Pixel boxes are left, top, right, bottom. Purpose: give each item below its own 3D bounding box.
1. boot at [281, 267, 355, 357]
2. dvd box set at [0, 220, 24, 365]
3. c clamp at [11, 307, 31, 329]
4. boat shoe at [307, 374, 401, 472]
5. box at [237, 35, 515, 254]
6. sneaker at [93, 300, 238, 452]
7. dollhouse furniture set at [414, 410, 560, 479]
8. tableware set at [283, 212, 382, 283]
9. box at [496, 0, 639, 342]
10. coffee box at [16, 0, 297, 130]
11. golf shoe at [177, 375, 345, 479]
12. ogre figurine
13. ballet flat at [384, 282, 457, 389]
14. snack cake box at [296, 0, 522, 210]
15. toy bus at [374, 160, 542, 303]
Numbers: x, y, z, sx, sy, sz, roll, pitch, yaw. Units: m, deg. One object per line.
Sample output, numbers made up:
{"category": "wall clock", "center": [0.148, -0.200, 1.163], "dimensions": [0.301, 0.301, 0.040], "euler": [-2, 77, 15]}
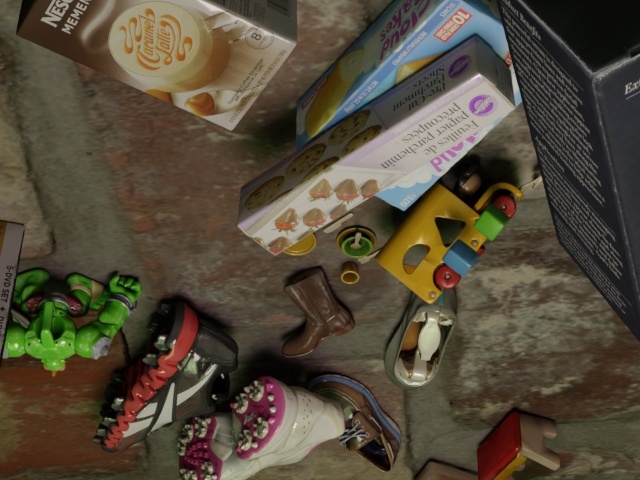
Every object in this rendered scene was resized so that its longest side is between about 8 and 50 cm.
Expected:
{"category": "boot", "center": [-0.024, 0.088, 1.921], "dimensions": [0.106, 0.037, 0.114], "euler": [-28, 133, 9]}
{"category": "dvd box set", "center": [-0.555, 0.065, 1.707], "dimensions": [0.420, 0.308, 0.062], "euler": [11, 132, -10]}
{"category": "c clamp", "center": [-0.440, 0.109, 1.951], "dimensions": [0.160, 0.022, 0.137], "euler": [-6, 135, 6]}
{"category": "boat shoe", "center": [0.050, 0.244, 2.058], "dimensions": [0.066, 0.066, 0.183], "euler": [-30, 128, 27]}
{"category": "box", "center": [0.051, -0.093, 1.595], "dimensions": [0.324, 0.067, 0.063], "euler": [-31, 128, 29]}
{"category": "sneaker", "center": [-0.194, 0.195, 1.985], "dimensions": [0.135, 0.098, 0.276], "euler": [23, 129, -19]}
{"category": "dollhouse furniture set", "center": [0.174, 0.409, 2.130], "dimensions": [0.152, 0.201, 0.374], "euler": [18, 133, -18]}
{"category": "tableware set", "center": [0.000, 0.000, 1.842], "dimensions": [0.104, 0.024, 0.154], "euler": [-31, 128, 27]}
{"category": "box", "center": [0.372, -0.132, 1.516], "dimensions": [0.293, 0.212, 0.395], "euler": [-27, 134, -5]}
{"category": "coffee box", "center": [-0.162, -0.229, 1.557], "dimensions": [0.246, 0.098, 0.141], "euler": [22, 131, -21]}
{"category": "golf shoe", "center": [-0.083, 0.267, 2.029], "dimensions": [0.140, 0.115, 0.306], "euler": [9, 156, -30]}
{"category": "ogre figurine", "center": [-0.323, 0.093, 1.868], "dimensions": [0.197, 0.118, 0.097], "euler": [14, 133, -13]}
{"category": "ballet flat", "center": [0.124, 0.137, 1.949], "dimensions": [0.072, 0.068, 0.213], "euler": [6, 135, -6]}
{"category": "snack cake box", "center": [0.110, -0.165, 1.631], "dimensions": [0.152, 0.089, 0.264], "euler": [27, 129, -24]}
{"category": "toy bus", "center": [0.149, -0.024, 1.757], "dimensions": [0.104, 0.202, 0.191], "euler": [39, 137, 4]}
